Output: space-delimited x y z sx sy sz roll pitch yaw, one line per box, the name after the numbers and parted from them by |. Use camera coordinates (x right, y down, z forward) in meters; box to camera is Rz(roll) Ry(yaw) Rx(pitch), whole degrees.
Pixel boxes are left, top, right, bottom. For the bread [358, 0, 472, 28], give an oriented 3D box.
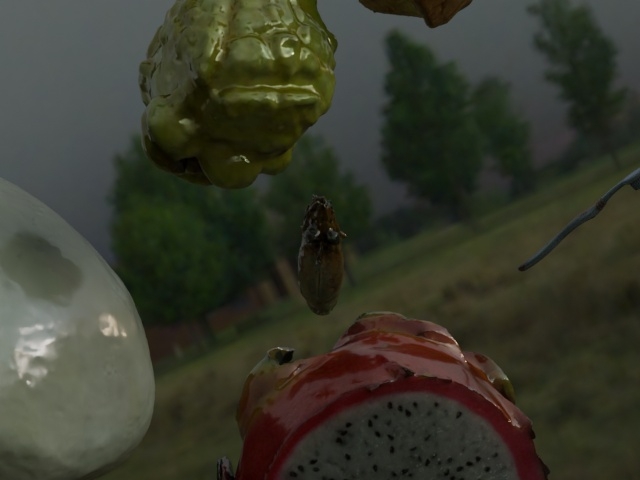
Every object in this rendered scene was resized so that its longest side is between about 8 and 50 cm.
0.111 -0.325 1.868 0.143 0.139 0.229 10 60 25 | bread

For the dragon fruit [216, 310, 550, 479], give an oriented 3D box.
0.047 0.207 1.605 0.305 0.305 0.226 -25 26 -5 | dragon fruit

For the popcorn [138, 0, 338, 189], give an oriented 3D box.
-0.090 -0.175 1.838 0.195 0.255 0.256 16 5 -37 | popcorn

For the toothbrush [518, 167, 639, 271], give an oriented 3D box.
0.268 -0.020 1.771 0.193 0.019 0.013 -41 14 36 | toothbrush

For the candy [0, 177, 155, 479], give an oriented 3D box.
-0.342 0.086 1.742 0.186 0.386 0.427 -44 -5 27 | candy

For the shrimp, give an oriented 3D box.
-0.001 0.000 2.289 0.062 0.154 0.294 -3 -19 -5 | shrimp
